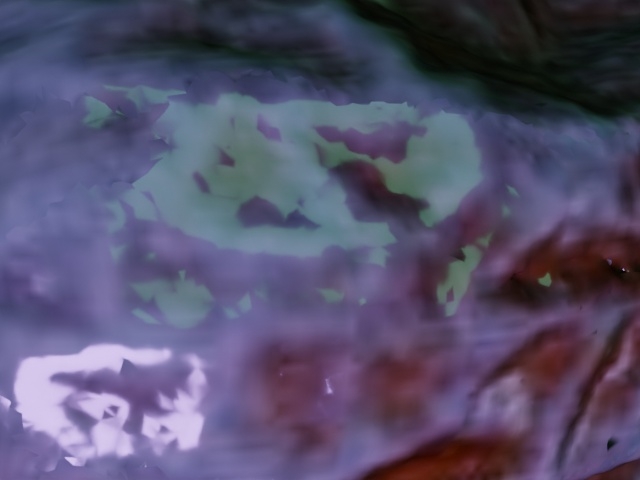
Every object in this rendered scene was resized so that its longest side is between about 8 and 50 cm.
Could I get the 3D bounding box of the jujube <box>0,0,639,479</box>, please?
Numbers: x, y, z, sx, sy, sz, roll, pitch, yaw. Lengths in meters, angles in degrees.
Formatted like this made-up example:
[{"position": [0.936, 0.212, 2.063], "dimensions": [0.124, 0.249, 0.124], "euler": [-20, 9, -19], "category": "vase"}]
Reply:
[{"position": [-0.003, 0.005, 0.555], "dimensions": [0.308, 0.215, 0.246], "euler": [-1, 37, -21], "category": "jujube"}]
